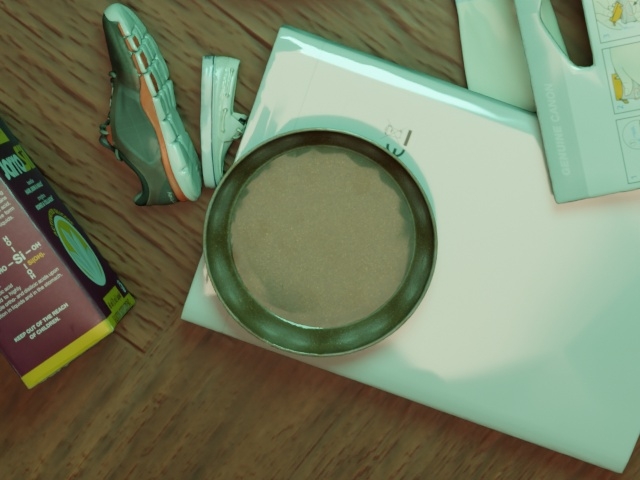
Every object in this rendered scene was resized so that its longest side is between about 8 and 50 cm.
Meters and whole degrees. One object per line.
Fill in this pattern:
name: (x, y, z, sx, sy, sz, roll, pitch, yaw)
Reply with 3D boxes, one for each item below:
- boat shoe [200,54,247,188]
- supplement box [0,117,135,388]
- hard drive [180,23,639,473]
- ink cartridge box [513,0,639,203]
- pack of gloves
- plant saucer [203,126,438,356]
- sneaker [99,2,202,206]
boat shoe: (-0.072, -0.088, 1.181, 0.035, 0.035, 0.100, 1, 97, -2)
supplement box: (-0.229, 0.003, 1.168, 0.081, 0.104, 0.188, -35, 96, 7)
hard drive: (0.100, 0.008, 1.175, 0.353, 0.047, 0.233, 20, 102, -1)
ink cartridge box: (0.257, -0.176, 1.088, 0.239, 0.060, 0.275, -9, 101, 19)
pack of gloves: (0.186, -0.219, 1.150, 0.195, 0.046, 0.232, -11, 109, 5)
plant saucer: (0.000, 0.000, 1.139, 0.168, 0.029, 0.168, 0, 103, 2)
sneaker: (-0.142, -0.095, 1.171, 0.065, 0.061, 0.157, -17, 98, 12)
